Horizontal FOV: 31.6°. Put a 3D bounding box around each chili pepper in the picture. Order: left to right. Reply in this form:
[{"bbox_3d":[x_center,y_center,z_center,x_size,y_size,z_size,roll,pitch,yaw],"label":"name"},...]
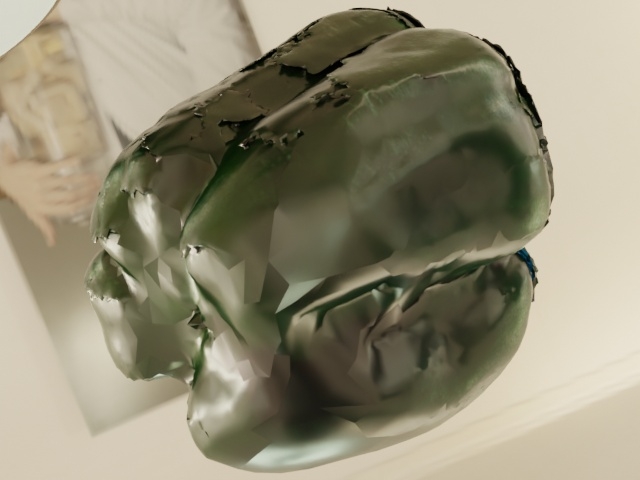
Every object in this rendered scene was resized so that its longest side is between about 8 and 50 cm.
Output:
[{"bbox_3d":[0.000,0.000,0.682,0.256,0.248,0.233,-27,-144,-33],"label":"chili pepper"}]

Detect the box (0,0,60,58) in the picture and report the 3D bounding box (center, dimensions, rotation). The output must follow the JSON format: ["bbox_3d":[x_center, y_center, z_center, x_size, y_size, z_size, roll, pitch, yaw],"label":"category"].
[{"bbox_3d":[-0.341,-0.260,0.867,0.301,0.216,0.301,-19,163,-6],"label":"box"}]
